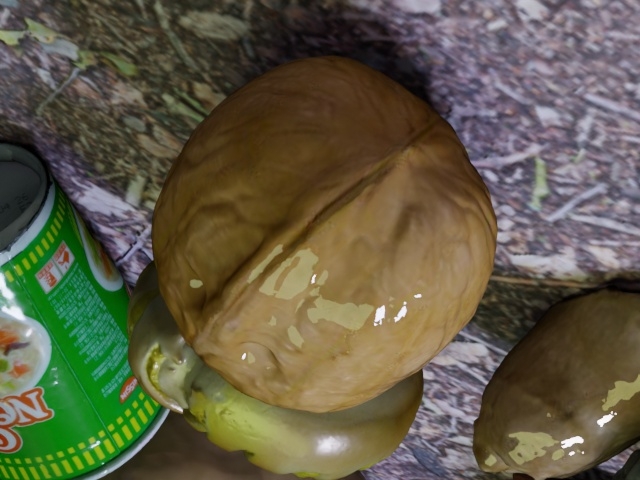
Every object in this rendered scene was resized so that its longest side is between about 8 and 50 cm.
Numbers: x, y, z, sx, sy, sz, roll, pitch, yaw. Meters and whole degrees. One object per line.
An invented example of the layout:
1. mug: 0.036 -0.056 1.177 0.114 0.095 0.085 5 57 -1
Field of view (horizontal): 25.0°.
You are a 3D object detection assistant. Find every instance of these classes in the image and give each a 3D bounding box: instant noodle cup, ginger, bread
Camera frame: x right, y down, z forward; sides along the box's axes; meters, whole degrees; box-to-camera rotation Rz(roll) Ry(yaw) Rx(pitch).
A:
1. instant noodle cup: -0.240 0.049 1.137 0.207 0.207 0.233 10 141 28
2. ginger: 0.177 0.099 0.936 0.115 0.122 0.193 46 147 4
3. bread: -0.033 0.081 0.996 0.213 0.213 0.105 24 120 4

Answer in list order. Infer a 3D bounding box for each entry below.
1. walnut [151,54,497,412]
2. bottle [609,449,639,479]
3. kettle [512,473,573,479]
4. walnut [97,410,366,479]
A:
1. walnut: 0.000 0.000 0.831 0.193 0.193 0.225 32 152 -13
2. bottle: 0.332 0.262 0.936 0.351 0.229 0.229 39 155 12
3. kettle: 0.233 0.309 1.224 0.240 0.165 0.255 45 163 29
4. walnut: -0.104 0.321 1.315 0.381 0.381 0.381 20 153 11
